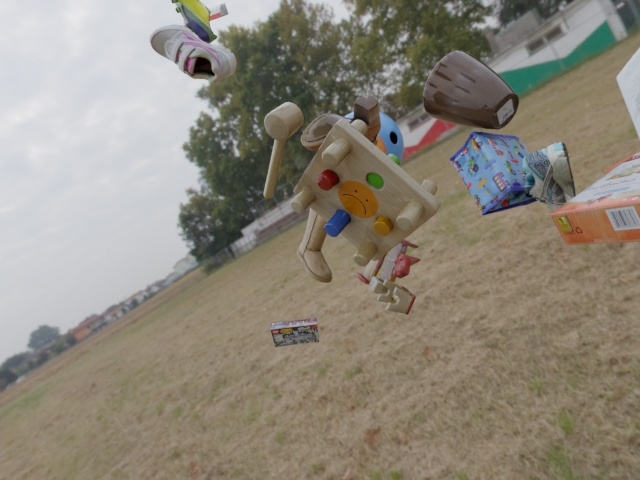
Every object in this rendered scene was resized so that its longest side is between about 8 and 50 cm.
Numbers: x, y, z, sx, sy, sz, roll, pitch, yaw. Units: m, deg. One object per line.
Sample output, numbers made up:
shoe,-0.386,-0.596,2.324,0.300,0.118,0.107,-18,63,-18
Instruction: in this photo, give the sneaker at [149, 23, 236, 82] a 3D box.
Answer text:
sneaker,-0.374,-0.532,1.215,0.111,0.252,0.103,-74,5,-47

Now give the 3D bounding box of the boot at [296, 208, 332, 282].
boot,0.000,0.000,1.688,0.089,0.236,0.270,-9,-49,-39

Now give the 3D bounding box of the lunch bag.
lunch bag,0.596,-0.223,1.327,0.293,0.221,0.138,-10,-25,-25

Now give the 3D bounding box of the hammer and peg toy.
hammer and peg toy,0.039,-0.122,0.888,0.127,0.361,0.266,-50,0,-34

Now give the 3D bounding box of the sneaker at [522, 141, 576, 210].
sneaker,0.639,-0.157,1.190,0.122,0.283,0.110,-10,48,33

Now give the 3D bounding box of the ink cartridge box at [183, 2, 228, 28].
ink cartridge box,-0.524,-0.995,1.887,0.189,0.066,0.232,-14,25,10

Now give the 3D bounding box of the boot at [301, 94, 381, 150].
boot,0.071,-0.289,1.295,0.283,0.109,0.220,-39,-32,-23

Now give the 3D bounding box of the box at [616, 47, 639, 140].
box,0.825,-0.293,0.904,0.168,0.214,0.346,101,179,-57

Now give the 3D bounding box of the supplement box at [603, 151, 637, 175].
supplement box,0.754,-0.083,0.964,0.078,0.233,0.080,-38,1,28

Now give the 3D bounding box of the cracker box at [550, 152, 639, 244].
cracker box,0.512,-0.079,0.667,0.232,0.067,0.155,-30,5,-16

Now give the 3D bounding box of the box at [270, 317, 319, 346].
box,-0.075,0.274,1.263,0.136,0.094,0.027,-7,43,0

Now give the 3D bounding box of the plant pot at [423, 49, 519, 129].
plant pot,0.471,-0.431,1.285,0.215,0.215,0.230,-32,48,-11

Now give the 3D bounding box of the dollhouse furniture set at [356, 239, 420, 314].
dollhouse furniture set,0.268,0.104,1.464,0.374,0.152,0.201,-133,64,-73

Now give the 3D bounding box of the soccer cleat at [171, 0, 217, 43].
soccer cleat,-0.486,-0.892,1.615,0.121,0.289,0.093,-26,16,-23

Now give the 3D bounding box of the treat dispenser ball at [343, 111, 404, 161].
treat dispenser ball,0.171,-0.349,1.615,0.288,0.288,0.288,-31,5,3
